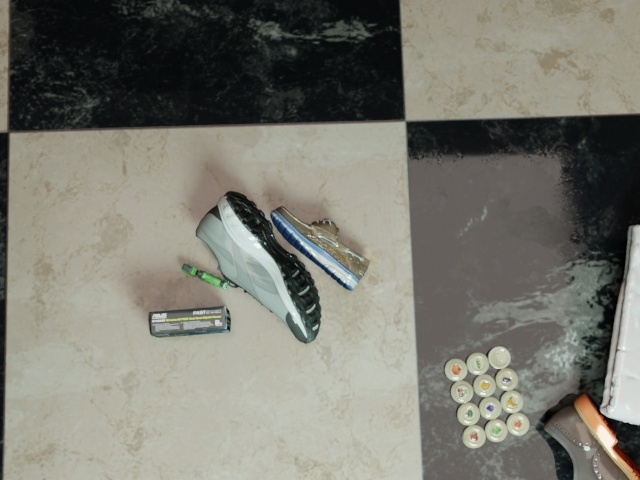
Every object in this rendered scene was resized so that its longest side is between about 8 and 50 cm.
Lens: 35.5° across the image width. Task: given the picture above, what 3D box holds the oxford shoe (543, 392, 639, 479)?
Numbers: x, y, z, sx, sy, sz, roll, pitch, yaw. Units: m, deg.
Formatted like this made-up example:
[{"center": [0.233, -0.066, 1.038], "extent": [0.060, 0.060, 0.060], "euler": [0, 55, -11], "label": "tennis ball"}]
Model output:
[{"center": [0.454, 0.378, 1.567], "extent": [0.098, 0.097, 0.271], "euler": [-34, 76, 12], "label": "oxford shoe"}]

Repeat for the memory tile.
[{"center": [0.269, 0.252, 1.612], "extent": [0.113, 0.012, 0.148], "euler": [-14, 81, -3], "label": "memory tile"}]

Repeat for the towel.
[{"center": [0.618, 0.155, 1.589], "extent": [0.331, 0.053, 0.317], "euler": [12, 80, -9], "label": "towel"}]

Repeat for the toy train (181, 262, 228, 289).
[{"center": [-0.188, 0.058, 1.629], "extent": [0.083, 0.024, 0.017], "euler": [23, 82, 3], "label": "toy train"}]

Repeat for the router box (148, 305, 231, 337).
[{"center": [-0.205, 0.130, 1.583], "extent": [0.122, 0.092, 0.038], "euler": [-5, 81, -1], "label": "router box"}]

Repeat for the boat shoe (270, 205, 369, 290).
[{"center": [0.000, 0.000, 1.626], "extent": [0.183, 0.066, 0.066], "euler": [41, 78, -5], "label": "boat shoe"}]

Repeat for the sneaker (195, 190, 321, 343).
[{"center": [-0.095, 0.054, 1.607], "extent": [0.108, 0.100, 0.272], "euler": [-37, 88, 22], "label": "sneaker"}]
